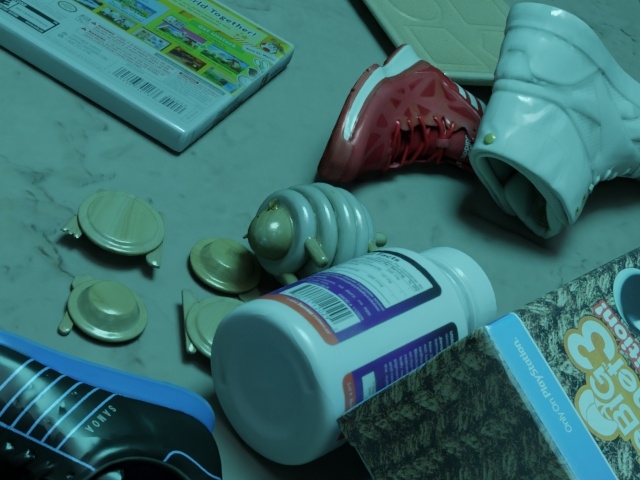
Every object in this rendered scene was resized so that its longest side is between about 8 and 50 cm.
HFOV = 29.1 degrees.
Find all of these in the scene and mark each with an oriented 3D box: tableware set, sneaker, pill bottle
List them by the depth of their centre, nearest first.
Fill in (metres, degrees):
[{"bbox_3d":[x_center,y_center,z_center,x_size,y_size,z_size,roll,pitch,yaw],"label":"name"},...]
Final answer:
[{"bbox_3d":[-0.164,0.112,0.686,0.232,0.081,0.090,13,32,-18],"label":"sneaker"},{"bbox_3d":[0.030,0.066,0.826,0.193,0.108,0.108,-20,56,-43],"label":"pill bottle"},{"bbox_3d":[-0.105,0.029,0.868,0.169,0.020,0.141,18,39,-12],"label":"tableware set"},{"bbox_3d":[0.089,-0.095,1.069,0.128,0.087,0.221,29,39,6],"label":"sneaker"},{"bbox_3d":[0.231,-0.072,1.119,0.108,0.169,0.292,11,-13,45],"label":"sneaker"}]

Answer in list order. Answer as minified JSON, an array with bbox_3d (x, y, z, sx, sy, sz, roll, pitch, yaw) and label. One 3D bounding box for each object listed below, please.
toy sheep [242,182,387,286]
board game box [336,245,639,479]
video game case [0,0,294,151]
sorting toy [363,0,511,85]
[{"bbox_3d":[0.000,0.000,0.909,0.132,0.091,0.091,8,38,-44],"label":"toy sheep"},{"bbox_3d":[0.199,0.134,0.759,0.291,0.141,0.232,-22,77,-43],"label":"board game box"},{"bbox_3d":[-0.163,-0.181,1.078,0.227,0.026,0.206,31,38,9],"label":"video game case"},{"bbox_3d":[0.142,-0.212,1.281,0.193,0.038,0.208,-2,41,-31],"label":"sorting toy"}]
